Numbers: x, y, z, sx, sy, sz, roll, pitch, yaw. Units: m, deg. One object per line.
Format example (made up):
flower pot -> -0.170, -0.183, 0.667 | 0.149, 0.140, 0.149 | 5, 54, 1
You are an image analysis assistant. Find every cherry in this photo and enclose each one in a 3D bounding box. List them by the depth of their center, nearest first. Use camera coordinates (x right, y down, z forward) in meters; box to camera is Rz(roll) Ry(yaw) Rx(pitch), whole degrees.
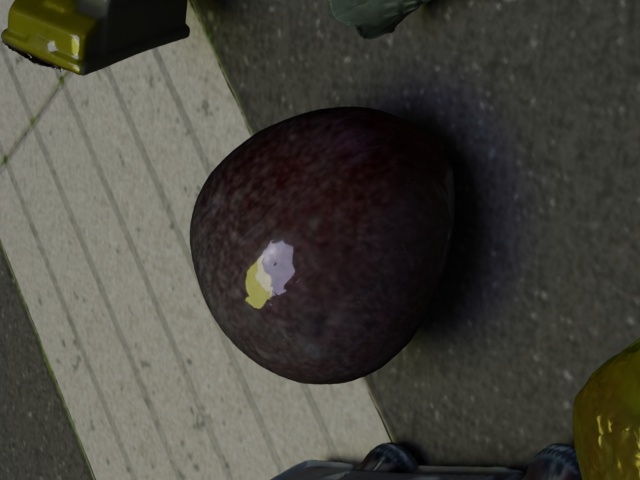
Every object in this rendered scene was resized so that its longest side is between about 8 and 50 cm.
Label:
cherry -> 0.002, 0.002, 0.919 | 0.176, 0.140, 0.176 | -10, 76, 48

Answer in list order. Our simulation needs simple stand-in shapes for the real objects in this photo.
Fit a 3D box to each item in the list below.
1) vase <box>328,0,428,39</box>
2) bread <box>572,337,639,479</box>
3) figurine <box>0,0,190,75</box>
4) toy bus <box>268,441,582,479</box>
vase -> 0.075, -0.166, 0.844 | 0.148, 0.081, 0.081 | -7, 94, 47
bread -> 0.259, 0.154, 0.611 | 0.251, 0.208, 0.377 | -40, 65, 43
figurine -> -0.148, -0.282, 1.005 | 0.342, 0.167, 0.285 | 41, 131, 42
toy bus -> 0.075, 0.203, 0.914 | 0.329, 0.109, 0.136 | -8, 103, 51
